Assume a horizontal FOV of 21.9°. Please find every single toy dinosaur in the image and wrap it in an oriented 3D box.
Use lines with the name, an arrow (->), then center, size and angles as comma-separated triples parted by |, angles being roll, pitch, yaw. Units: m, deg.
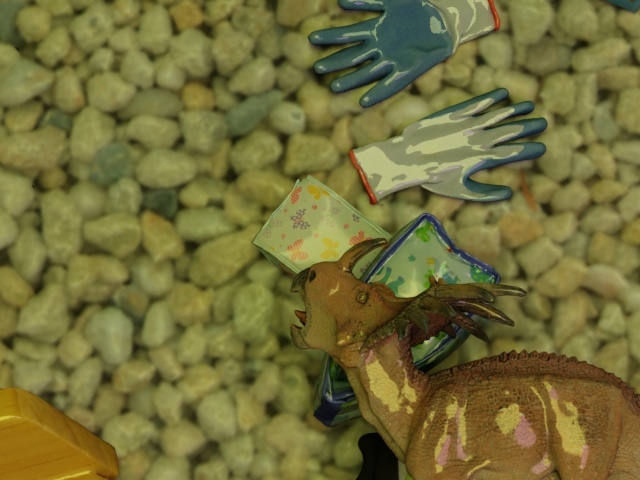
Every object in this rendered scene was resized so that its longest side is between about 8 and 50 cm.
toy dinosaur -> 0.126, 0.113, 1.083 | 0.296, 0.127, 0.200 | 10, 86, -13

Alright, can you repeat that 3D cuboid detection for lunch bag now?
lunch bag -> 0.052, 0.070, 1.201 | 0.096, 0.129, 0.151 | 42, 78, 8
lunch bag -> 0.000, 0.000, 1.254 | 0.083, 0.053, 0.071 | 37, 81, -3

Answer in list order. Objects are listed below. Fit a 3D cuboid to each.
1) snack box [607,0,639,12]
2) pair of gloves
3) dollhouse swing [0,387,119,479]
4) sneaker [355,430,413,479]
snack box -> 0.231, -0.365, 1.341 | 0.187, 0.060, 0.322 | 22, 77, 3
pair of gloves -> 0.086, -0.115, 1.299 | 0.159, 0.023, 0.198 | -19, 78, -6
dollhouse swing -> -0.253, 0.227, 1.007 | 0.315, 0.305, 0.347 | -15, 51, -5
sneaker -> 0.026, 0.241, 1.200 | 0.097, 0.084, 0.234 | 19, 75, 27
